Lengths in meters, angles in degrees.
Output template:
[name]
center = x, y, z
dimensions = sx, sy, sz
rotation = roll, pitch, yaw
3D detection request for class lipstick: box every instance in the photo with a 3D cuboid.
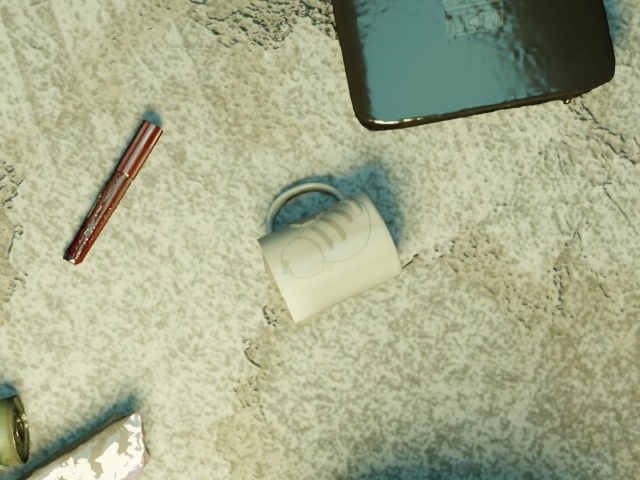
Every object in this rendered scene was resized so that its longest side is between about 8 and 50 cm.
[lipstick]
center = -0.226, -0.050, 1.447
dimensions = 0.027, 0.027, 0.176
rotation = 31, 87, 0

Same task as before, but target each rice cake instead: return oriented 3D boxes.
[rice cake]
center = -0.344, 0.308, 1.401
dimensions = 0.399, 0.064, 0.070
rotation = -33, 98, -3

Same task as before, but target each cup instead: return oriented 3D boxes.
[cup]
center = 0.001, 0.001, 1.414
dimensions = 0.133, 0.099, 0.136
rotation = -24, 88, -2

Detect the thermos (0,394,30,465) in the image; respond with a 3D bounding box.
[thermos]
center = -0.407, 0.209, 1.400
dimensions = 0.188, 0.073, 0.083
rotation = -10, 88, -2

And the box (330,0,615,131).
[box]
center = 0.154, -0.273, 1.450
dimensions = 0.290, 0.073, 0.289
rotation = -11, 86, -2
